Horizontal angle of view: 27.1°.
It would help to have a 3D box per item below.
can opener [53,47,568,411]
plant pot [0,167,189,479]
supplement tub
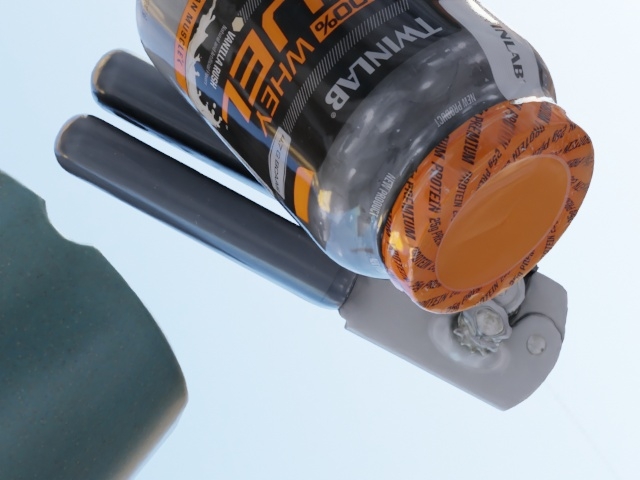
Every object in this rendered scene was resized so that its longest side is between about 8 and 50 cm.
[{"bbox_3d":[0.000,0.000,0.674,0.280,0.093,0.074,28,-100,-11],"label":"can opener"},{"bbox_3d":[-0.284,0.139,0.848,0.334,0.341,0.341,-45,-53,-26],"label":"plant pot"},{"bbox_3d":[0.016,-0.065,0.548,0.117,0.190,0.117,-28,-36,-23],"label":"supplement tub"}]
